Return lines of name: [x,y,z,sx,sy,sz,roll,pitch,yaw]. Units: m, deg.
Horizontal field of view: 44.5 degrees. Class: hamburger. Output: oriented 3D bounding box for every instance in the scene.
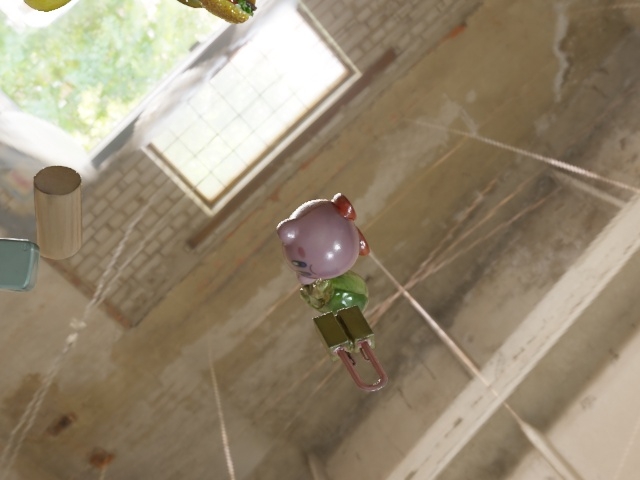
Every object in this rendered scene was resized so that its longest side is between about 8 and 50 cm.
hamburger: [-0.242,-0.601,1.954,0.087,0.165,0.137,-64,-161,5]

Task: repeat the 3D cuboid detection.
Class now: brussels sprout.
brussels sprout: [0.041,0.132,1.923,0.183,0.145,0.131,5,-98,63]

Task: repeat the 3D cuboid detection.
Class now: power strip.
power strip: [-0.831,0.089,1.913,0.059,0.264,0.194,91,3,-78]

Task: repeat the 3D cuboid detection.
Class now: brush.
brush: [0.071,0.227,1.579,0.103,0.047,0.233,-17,-143,-12]

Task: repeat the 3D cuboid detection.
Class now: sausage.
sausage: [-0.698,-0.065,2.086,0.123,0.123,0.253,-70,176,-50]

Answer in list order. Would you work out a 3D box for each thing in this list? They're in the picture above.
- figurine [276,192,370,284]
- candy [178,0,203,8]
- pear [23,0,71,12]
figurine: [0.000,0.000,1.617,0.173,0.173,0.173,-37,-158,17]
candy: [-0.330,-0.773,2.180,0.260,0.260,0.118,-39,-128,12]
pear: [-0.647,-0.631,1.860,0.267,0.266,0.178,-80,-169,-58]
